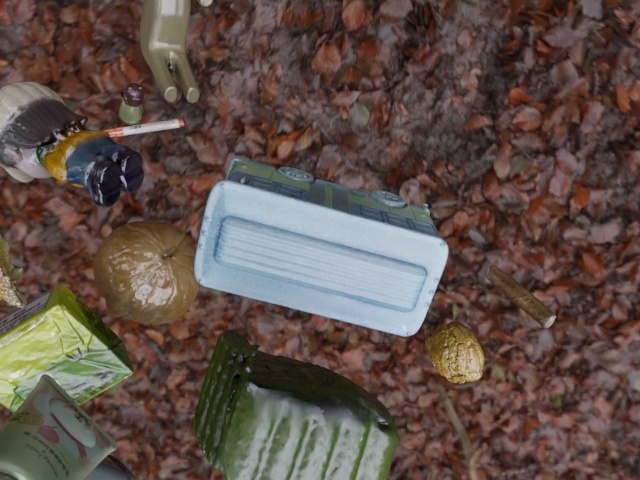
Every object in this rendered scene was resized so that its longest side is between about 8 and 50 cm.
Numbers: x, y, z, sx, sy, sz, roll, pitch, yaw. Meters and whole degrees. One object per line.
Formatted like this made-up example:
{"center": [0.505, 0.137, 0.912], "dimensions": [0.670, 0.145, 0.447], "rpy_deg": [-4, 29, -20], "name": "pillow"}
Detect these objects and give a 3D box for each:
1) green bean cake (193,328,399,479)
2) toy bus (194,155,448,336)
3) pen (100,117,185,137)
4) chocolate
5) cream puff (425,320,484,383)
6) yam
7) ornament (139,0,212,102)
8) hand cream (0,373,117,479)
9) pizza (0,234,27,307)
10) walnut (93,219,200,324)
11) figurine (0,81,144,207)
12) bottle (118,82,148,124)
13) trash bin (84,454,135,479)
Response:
{"center": [-0.047, 0.315, 1.046], "dimensions": [0.319, 0.335, 0.218], "rpy_deg": [19, 89, -22], "name": "green bean cake"}
{"center": [0.000, 0.000, 0.803], "dimensions": [0.312, 0.190, 0.152], "rpy_deg": [15, 111, -5], "name": "toy bus"}
{"center": [-0.507, -0.320, 1.636], "dimensions": [0.239, 0.028, 0.028], "rpy_deg": [-10, 123, -7], "name": "pen"}
{"center": [-0.669, 0.282, 1.409], "dimensions": [0.300, 0.137, 0.289], "rpy_deg": [-30, 128, 0], "name": "chocolate"}
{"center": [0.374, 0.317, 1.622], "dimensions": [0.129, 0.189, 0.189], "rpy_deg": [-15, 124, -13], "name": "cream puff"}
{"center": [0.525, 0.146, 1.520], "dimensions": [0.056, 0.241, 0.057], "rpy_deg": [-15, 128, -20], "name": "yam"}
{"center": [-0.212, -0.353, 0.800], "dimensions": [0.061, 0.245, 0.230], "rpy_deg": [-7, 137, -30], "name": "ornament"}
{"center": [-0.330, 0.257, 0.665], "dimensions": [0.093, 0.306, 0.147], "rpy_deg": [-43, 97, 0], "name": "hand cream"}
{"center": [-0.564, 0.040, 0.861], "dimensions": [0.323, 0.089, 0.223], "rpy_deg": [-28, 124, 20], "name": "pizza"}
{"center": [-0.497, 0.097, 1.643], "dimensions": [0.332, 0.333, 0.333], "rpy_deg": [2, 124, 3], "name": "walnut"}
{"center": [-0.496, -0.192, 1.084], "dimensions": [0.332, 0.185, 0.205], "rpy_deg": [11, 122, 27], "name": "figurine"}
{"center": [-0.380, -0.280, 1.163], "dimensions": [0.063, 0.047, 0.101], "rpy_deg": [17, 150, -17], "name": "bottle"}
{"center": [-0.444, 0.454, 1.006], "dimensions": [0.101, 0.177, 0.236], "rpy_deg": [22, 157, 37], "name": "trash bin"}
